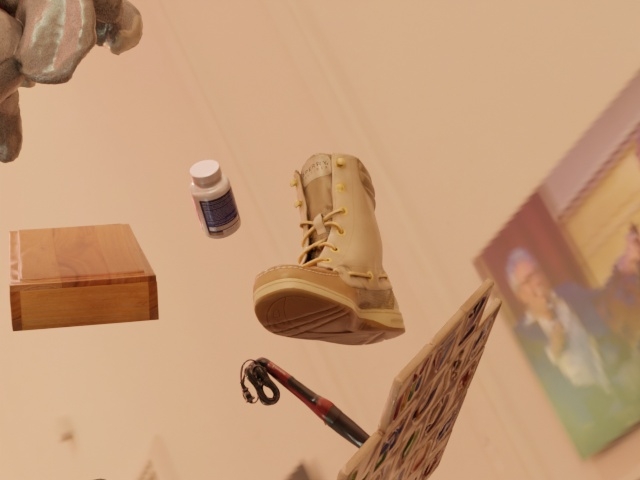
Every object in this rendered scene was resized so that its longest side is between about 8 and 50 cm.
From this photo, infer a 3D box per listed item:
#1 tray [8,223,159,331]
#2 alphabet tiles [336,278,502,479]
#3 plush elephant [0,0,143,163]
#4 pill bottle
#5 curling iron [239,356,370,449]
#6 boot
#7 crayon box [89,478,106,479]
[{"bbox_3d":[-0.375,0.046,1.993,0.203,0.076,0.411,-4,13,-13],"label":"tray"},{"bbox_3d":[0.066,0.200,1.139,0.285,0.011,0.342,-41,-27,-48],"label":"alphabet tiles"},{"bbox_3d":[-0.350,-0.210,1.359,0.272,0.255,0.330,-6,-31,5],"label":"plush elephant"},{"bbox_3d":[-0.172,-0.068,2.080,0.067,0.067,0.120,-22,-53,-11],"label":"pill bottle"},{"bbox_3d":[0.001,0.254,1.838,0.068,0.274,0.035,-59,2,-5],"label":"curling iron"},{"bbox_3d":[0.000,0.000,1.393,0.095,0.203,0.262,-18,-18,28],"label":"boot"},{"bbox_3d":[-0.379,0.420,1.716,0.278,0.081,0.165,-13,-59,19],"label":"crayon box"}]
